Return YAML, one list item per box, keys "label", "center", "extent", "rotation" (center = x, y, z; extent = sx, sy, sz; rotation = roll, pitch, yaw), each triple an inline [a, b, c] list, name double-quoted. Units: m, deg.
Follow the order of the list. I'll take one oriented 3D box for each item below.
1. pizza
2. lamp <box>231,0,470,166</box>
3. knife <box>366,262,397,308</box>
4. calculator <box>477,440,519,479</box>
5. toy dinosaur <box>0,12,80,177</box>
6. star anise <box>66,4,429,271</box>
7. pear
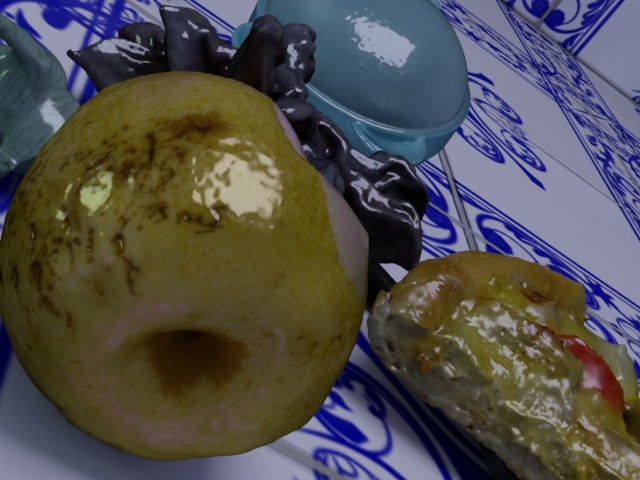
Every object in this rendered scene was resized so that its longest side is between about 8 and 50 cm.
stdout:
- label: "pizza"
  center: [0.181, 0.114, 0.777]
  extent: [0.288, 0.075, 0.280]
  rotation: [48, 24, 15]
- label: "lamp"
  center: [0.043, -0.166, 1.082]
  extent: [0.209, 0.147, 0.284]
  rotation: [37, 20, 2]
- label: "knife"
  center: [0.000, 0.000, 0.855]
  extent: [0.060, 0.028, 0.230]
  rotation: [-6, 46, -46]
- label: "calculator"
  center: [0.169, 0.172, 0.786]
  extent: [0.161, 0.021, 0.261]
  rotation: [30, 23, -24]
- label: "toy dinosaur"
  center: [-0.204, -0.117, 0.644]
  extent: [0.383, 0.076, 0.129]
  rotation: [50, -10, 11]
- label: "star anise"
  center: [-0.034, -0.079, 0.813]
  extent: [0.283, 0.129, 0.212]
  rotation: [47, 14, 21]
- label: "pear"
  center: [-0.059, 0.006, 0.536]
  extent: [0.178, 0.178, 0.178]
  rotation: [34, 22, -15]
